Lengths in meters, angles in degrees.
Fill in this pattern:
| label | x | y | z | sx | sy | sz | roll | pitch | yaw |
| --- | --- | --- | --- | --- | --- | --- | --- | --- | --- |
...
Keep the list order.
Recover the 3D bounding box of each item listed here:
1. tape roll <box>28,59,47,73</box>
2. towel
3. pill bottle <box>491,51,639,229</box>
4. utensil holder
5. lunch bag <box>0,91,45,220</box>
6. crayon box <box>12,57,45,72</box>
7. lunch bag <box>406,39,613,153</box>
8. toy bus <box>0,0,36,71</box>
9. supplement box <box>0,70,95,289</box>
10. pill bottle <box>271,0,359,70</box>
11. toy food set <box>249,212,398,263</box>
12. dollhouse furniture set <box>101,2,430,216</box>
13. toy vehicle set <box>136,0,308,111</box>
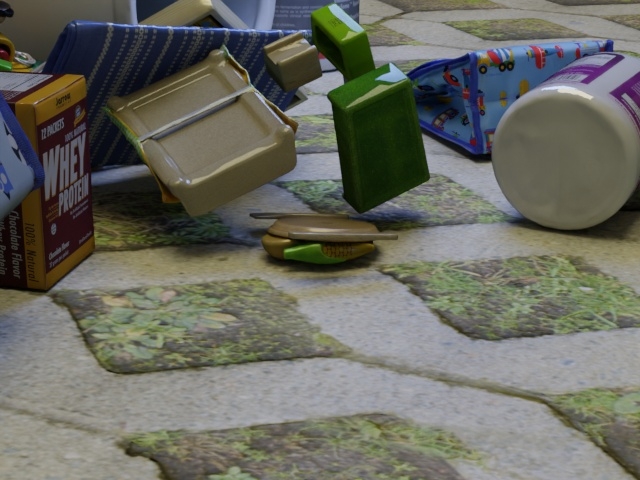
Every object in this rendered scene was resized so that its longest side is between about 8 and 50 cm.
| label | x | y | z | sx | sy | sz | roll | pitch | yaw |
| --- | --- | --- | --- | --- | --- | --- | --- | --- | --- |
| tape roll | -0.340 | -0.185 | 1.827 | 0.219 | 0.072 | 0.219 | -31 | 13 | 8 |
| towel | -0.182 | -0.174 | 1.711 | 0.336 | 0.243 | 0.040 | -4 | 57 | -34 |
| pill bottle | 0.325 | -0.129 | 1.708 | 0.169 | 0.169 | 0.301 | 9 | 21 | 24 |
| utensil holder | -0.316 | -0.389 | 2.207 | 0.385 | 0.328 | 0.327 | 13 | 22 | 35 |
| lunch bag | -0.472 | -0.009 | 1.216 | 0.385 | 0.239 | 0.328 | -19 | 17 | 13 |
| crayon box | -0.480 | -0.186 | 1.976 | 0.165 | 0.081 | 0.278 | 14 | 23 | 33 |
| lunch bag | 0.244 | -0.203 | 2.031 | 0.220 | 0.138 | 0.293 | -8 | 9 | -21 |
| toy bus | -0.476 | -0.301 | 1.930 | 0.190 | 0.104 | 0.202 | 23 | 19 | -3 |
| supplement box | -0.346 | -0.067 | 1.465 | 0.194 | 0.191 | 0.129 | 4 | 19 | 13 |
| pill bottle | -0.037 | -0.475 | 2.400 | 0.210 | 0.363 | 0.210 | 0 | 19 | 0 |
| toy food set | 0.000 | 0.000 | 1.535 | 0.132 | 0.039 | 0.192 | 1 | 7 | -15 |
| dollhouse furniture set | -0.060 | -0.111 | 1.624 | 0.301 | 0.151 | 0.197 | -26 | 46 | -15 |
| toy vehicle set | -0.144 | -0.199 | 1.763 | 0.166 | 0.035 | 0.267 | -27 | -27 | 14 |
